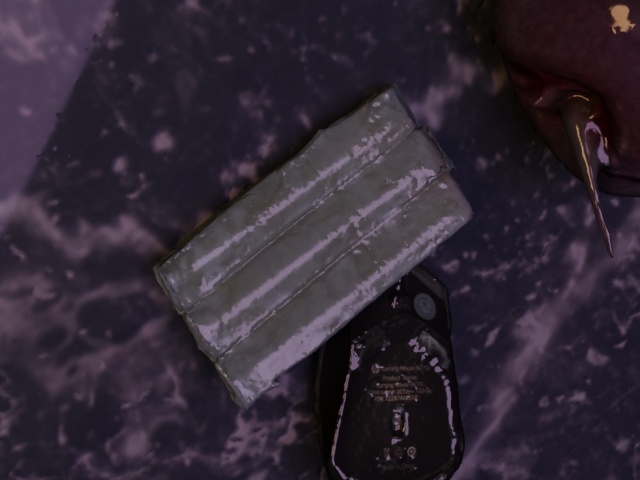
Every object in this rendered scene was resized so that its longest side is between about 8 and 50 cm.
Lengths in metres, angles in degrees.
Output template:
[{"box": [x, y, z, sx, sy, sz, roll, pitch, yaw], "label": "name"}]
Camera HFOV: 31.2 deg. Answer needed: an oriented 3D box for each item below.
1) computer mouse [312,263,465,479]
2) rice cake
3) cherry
[{"box": [0.045, 0.110, 0.807, 0.105, 0.062, 0.192, 5, 85, -24], "label": "computer mouse"}, {"box": [0.000, 0.000, 0.752, 0.211, 0.038, 0.124, -34, 98, -14], "label": "rice cake"}, {"box": [0.217, -0.140, 0.755, 0.266, 0.183, 0.213, -47, 128, -25], "label": "cherry"}]
